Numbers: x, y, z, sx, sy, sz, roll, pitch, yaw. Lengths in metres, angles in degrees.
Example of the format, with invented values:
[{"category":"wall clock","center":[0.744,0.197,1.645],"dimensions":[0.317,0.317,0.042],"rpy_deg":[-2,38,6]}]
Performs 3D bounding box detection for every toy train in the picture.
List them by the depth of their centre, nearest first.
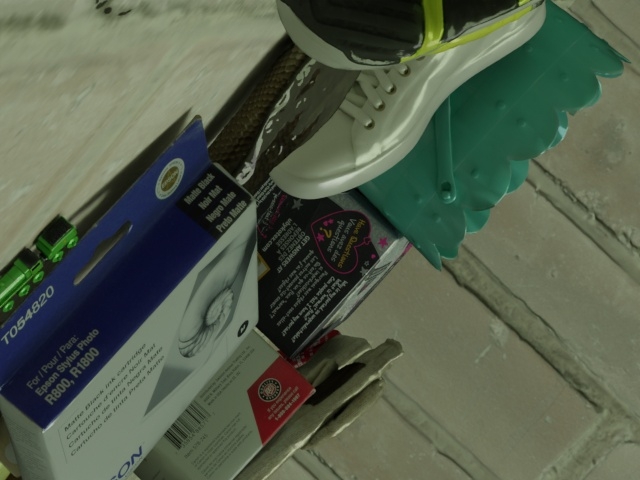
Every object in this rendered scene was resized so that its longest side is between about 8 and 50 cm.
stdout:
[{"category":"toy train","center":[-0.176,0.018,1.097],"dimensions":[0.083,0.017,0.023],"rpy_deg":[-46,166,-15]}]

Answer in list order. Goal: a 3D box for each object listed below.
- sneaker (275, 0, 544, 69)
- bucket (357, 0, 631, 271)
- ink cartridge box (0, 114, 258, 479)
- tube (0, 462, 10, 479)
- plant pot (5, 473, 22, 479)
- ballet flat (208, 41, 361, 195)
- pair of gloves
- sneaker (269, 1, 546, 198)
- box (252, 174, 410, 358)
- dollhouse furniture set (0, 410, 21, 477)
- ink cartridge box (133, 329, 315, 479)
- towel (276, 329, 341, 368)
[{"category":"sneaker","center":[0.112,-0.205,1.064],"dimensions":[0.385,0.145,0.147],"rpy_deg":[-43,174,-31]},{"category":"bucket","center":[0.130,-0.127,1.684],"dimensions":[0.281,0.183,0.281],"rpy_deg":[-47,176,-4]},{"category":"ink cartridge box","center":[-0.122,0.062,1.219],"dimensions":[0.223,0.045,0.224],"rpy_deg":[-50,158,-26]},{"category":"tube","center":[-0.245,0.153,1.352],"dimensions":[0.240,0.070,0.062],"rpy_deg":[-50,151,4]},{"category":"plant pot","center":[-0.234,0.281,1.487],"dimensions":[0.237,0.237,0.254],"rpy_deg":[-49,-152,20]},{"category":"ballet flat","center":[-0.051,-0.073,1.312],"dimensions":[0.250,0.058,0.084],"rpy_deg":[-54,152,12]},{"category":"pair of gloves","center":[-0.030,0.146,1.657],"dimensions":[0.204,0.042,0.240],"rpy_deg":[-34,-170,-11]},{"category":"sneaker","center":[0.060,-0.158,1.473],"dimensions":[0.290,0.106,0.123],"rpy_deg":[-43,148,-19]},{"category":"box","center":[0.000,0.000,1.823],"dimensions":[0.163,0.142,0.247],"rpy_deg":[-48,176,11]},{"category":"dollhouse furniture set","center":[-0.193,0.103,1.262],"dimensions":[0.114,0.081,0.091],"rpy_deg":[-45,175,-25]},{"category":"ink cartridge box","center":[-0.120,0.116,1.485],"dimensions":[0.128,0.176,0.127],"rpy_deg":[-45,178,-21]},{"category":"towel","center":[-0.112,0.144,1.900],"dimensions":[0.275,0.031,0.199],"rpy_deg":[-16,179,8]}]
